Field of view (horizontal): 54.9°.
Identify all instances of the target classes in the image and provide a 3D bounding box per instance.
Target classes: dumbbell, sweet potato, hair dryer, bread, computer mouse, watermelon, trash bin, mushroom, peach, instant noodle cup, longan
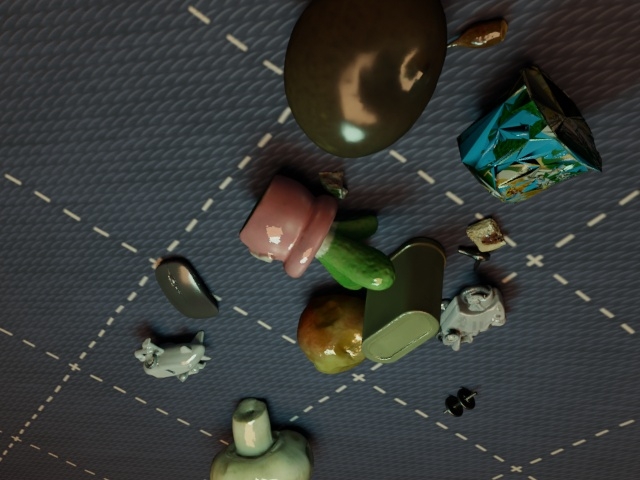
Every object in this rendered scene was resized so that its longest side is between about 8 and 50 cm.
[{"bbox_3d":[0.428,0.498,1.890,0.069,0.069,0.147,29,131,-14],"label":"dumbbell"},{"bbox_3d":[0.290,-0.378,1.153,0.117,0.049,0.049,-10,128,25],"label":"sweet potato"},{"bbox_3d":[0.377,0.049,1.534,0.079,0.031,0.083,14,141,13],"label":"hair dryer"},{"bbox_3d":[0.394,-0.011,1.467,0.070,0.035,0.083,-21,127,29],"label":"bread"},{"bbox_3d":[-0.377,0.149,1.749,0.120,0.057,0.232,-11,129,19],"label":"computer mouse"},{"bbox_3d":[0.041,-0.132,1.432,0.085,0.085,0.061,31,100,-16],"label":"watermelon"},{"bbox_3d":[0.199,0.147,1.506,0.121,0.247,0.243,34,130,-16],"label":"trash bin"},{"bbox_3d":[-0.207,0.756,2.076,0.353,0.325,0.353,11,136,11],"label":"mushroom"},{"bbox_3d":[0.062,0.246,1.661,0.236,0.214,0.214,-20,125,13],"label":"peach"},{"bbox_3d":[0.393,-0.188,1.184,0.240,0.240,0.178,36,130,-20],"label":"instant noodle cup"},{"bbox_3d":[0.077,-0.316,1.110,0.288,0.288,0.350,24,120,-10],"label":"longan"}]

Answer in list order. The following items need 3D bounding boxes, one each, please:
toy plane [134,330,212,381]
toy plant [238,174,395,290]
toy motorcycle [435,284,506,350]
[{"bbox_3d":[-0.455,0.360,1.921,0.245,0.117,0.244,0,149,0],"label":"toy plane"},{"bbox_3d":[-0.007,0.001,1.462,0.356,0.210,0.317,23,170,-9],"label":"toy plant"},{"bbox_3d":[0.406,0.200,1.612,0.171,0.110,0.260,7,138,-10],"label":"toy motorcycle"}]
